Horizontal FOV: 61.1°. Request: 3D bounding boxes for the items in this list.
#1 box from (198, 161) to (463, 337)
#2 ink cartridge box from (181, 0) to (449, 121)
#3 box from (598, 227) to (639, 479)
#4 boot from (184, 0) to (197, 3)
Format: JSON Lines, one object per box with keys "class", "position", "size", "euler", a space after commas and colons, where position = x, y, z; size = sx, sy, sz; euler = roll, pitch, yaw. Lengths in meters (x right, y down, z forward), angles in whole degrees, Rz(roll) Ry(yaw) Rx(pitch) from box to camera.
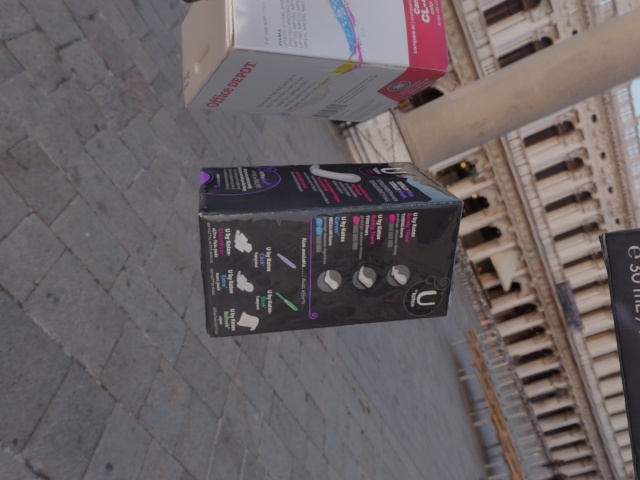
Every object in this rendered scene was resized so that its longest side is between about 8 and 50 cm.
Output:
{"class": "box", "position": [0.000, 0.000, 0.624], "size": [0.165, 0.270, 0.144], "euler": [-115, -156, -64]}
{"class": "ink cartridge box", "position": [-0.015, -0.262, 0.749], "size": [0.226, 0.306, 0.131], "euler": [-11, -99, 62]}
{"class": "box", "position": [0.521, 0.115, 0.531], "size": [0.212, 0.395, 0.294], "euler": [4, 79, -55]}
{"class": "boot", "position": [-0.034, -0.294, 0.425], "size": [0.076, 0.208, 0.190], "euler": [41, -31, 46]}
